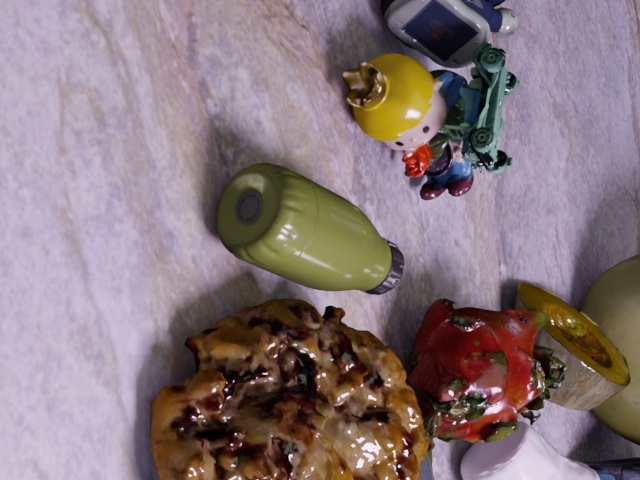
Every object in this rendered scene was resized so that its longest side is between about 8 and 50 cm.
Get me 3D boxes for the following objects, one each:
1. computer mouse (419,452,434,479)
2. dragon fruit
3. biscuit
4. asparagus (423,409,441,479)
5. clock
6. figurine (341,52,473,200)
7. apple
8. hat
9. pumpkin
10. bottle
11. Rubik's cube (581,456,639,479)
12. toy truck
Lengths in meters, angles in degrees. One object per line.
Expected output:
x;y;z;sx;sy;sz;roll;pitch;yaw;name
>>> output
0.054;0.321;1.473;0.203;0.114;0.374;0;87;-53;computer mouse
0.228;0.180;1.646;0.269;0.198;0.200;17;28;-23;dragon fruit
-0.020;0.198;1.331;0.334;0.081;0.289;-12;78;-39;biscuit
0.137;0.289;1.602;0.027;0.034;0.236;-67;160;-43;asparagus
0.189;-0.347;1.689;0.199;0.146;0.243;32;52;-12;clock
0.116;-0.142;1.615;0.234;0.127;0.185;-6;99;-64;figurine
0.597;0.181;2.053;0.357;0.357;0.357;8;80;-53;apple
0.270;0.330;1.737;0.126;0.203;0.203;54;45;-14;hat
0.357;0.172;1.889;0.217;0.217;0.110;10;117;-53;pumpkin
0.000;0.000;1.436;0.260;0.112;0.112;25;67;-49;bottle
0.586;0.502;2.013;0.303;0.301;0.305;6;81;-53;Rubik's cube
0.197;-0.163;1.576;0.080;0.078;0.154;44;50;-58;toy truck
